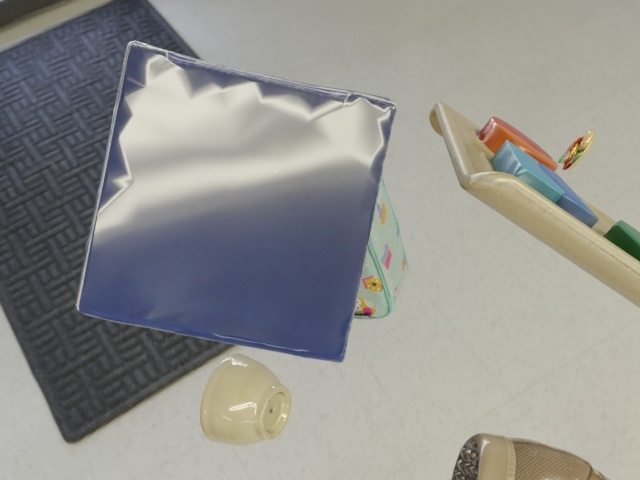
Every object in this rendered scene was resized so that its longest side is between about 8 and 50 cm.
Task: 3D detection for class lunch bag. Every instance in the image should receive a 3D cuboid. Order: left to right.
[{"bbox_3d":[0.000,0.000,1.129,0.224,0.279,0.108,1,41,25],"label":"lunch bag"}]

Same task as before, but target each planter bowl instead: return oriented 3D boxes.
[{"bbox_3d":[-0.120,0.290,1.343,0.109,0.162,0.162,10,55,29],"label":"planter bowl"}]

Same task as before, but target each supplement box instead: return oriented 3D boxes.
[{"bbox_3d":[-0.073,-0.030,0.696,0.194,0.356,0.195,12,90,-6],"label":"supplement box"}]

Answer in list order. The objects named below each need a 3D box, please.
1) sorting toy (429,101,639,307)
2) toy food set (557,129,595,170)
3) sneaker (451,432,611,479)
[{"bbox_3d":[0.219,0.003,0.547,0.307,0.041,0.229,32,17,-10],"label":"sorting toy"},{"bbox_3d":[0.444,-0.155,1.320,0.020,0.083,0.082,35,99,-1],"label":"toy food set"},{"bbox_3d":[0.081,0.181,0.324,0.071,0.066,0.188,12,90,-1],"label":"sneaker"}]
